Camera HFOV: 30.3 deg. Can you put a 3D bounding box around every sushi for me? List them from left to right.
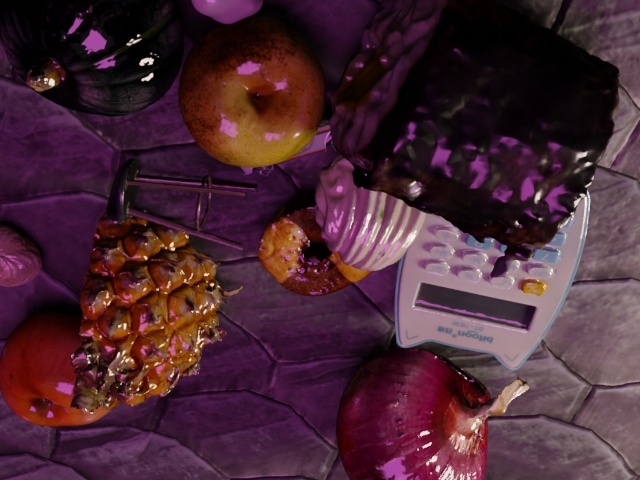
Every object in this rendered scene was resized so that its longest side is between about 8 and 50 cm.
[{"bbox_3d":[0.185,-0.153,1.446,0.294,0.299,0.281,26,118,-16],"label":"sushi"}]

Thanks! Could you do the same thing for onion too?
[{"bbox_3d":[0.143,0.323,1.886,0.256,0.230,0.272,23,148,-2],"label":"onion"}]

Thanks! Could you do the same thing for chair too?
[{"bbox_3d":[-0.208,-0.064,1.709,0.221,0.104,0.095,8,156,8],"label":"chair"}]

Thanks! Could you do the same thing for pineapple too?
[{"bbox_3d":[-0.241,0.157,1.784,0.209,0.286,0.344,0,130,9],"label":"pineapple"}]

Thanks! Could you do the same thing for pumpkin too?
[{"bbox_3d":[-0.299,-0.260,1.498,0.250,0.216,0.250,28,150,18],"label":"pumpkin"}]

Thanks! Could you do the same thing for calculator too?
[{"bbox_3d":[0.249,0.023,1.748,0.256,0.054,0.386,12,129,-1],"label":"calculator"}]

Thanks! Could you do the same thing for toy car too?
[{"bbox_3d":[-0.021,-0.137,1.633,0.205,0.095,0.056,-15,101,22],"label":"toy car"}]

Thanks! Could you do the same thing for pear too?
[{"bbox_3d":[-0.089,-0.194,1.541,0.197,0.197,0.197,4,130,5],"label":"pear"}]

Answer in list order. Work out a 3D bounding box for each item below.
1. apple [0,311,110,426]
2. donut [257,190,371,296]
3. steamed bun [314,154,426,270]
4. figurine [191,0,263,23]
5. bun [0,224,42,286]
[{"bbox_3d":[-0.423,0.216,1.940,0.209,0.164,0.209,6,132,6],"label":"apple"},{"bbox_3d":[0.000,0.000,1.754,0.166,0.073,0.184,34,127,-19],"label":"donut"},{"bbox_3d":[0.077,-0.049,1.624,0.106,0.183,0.183,1,137,48],"label":"steamed bun"},{"bbox_3d":[-0.046,-0.444,1.319,0.206,0.218,0.365,45,125,12],"label":"figurine"},{"bbox_3d":[-0.498,0.033,1.861,0.115,0.069,0.115,5,131,5],"label":"bun"}]
